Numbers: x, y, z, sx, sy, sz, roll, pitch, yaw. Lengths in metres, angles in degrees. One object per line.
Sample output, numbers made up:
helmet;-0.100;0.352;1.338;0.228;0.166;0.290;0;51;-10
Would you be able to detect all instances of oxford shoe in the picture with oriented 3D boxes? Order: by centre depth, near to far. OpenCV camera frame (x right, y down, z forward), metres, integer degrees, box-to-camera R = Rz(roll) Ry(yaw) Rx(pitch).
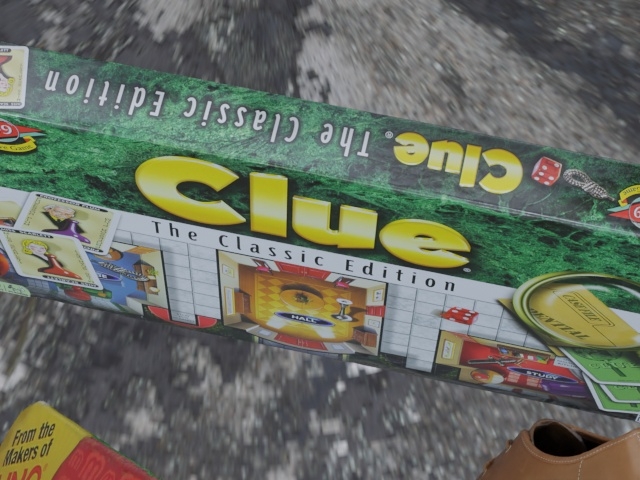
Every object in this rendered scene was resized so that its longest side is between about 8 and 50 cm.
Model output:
oxford shoe;0.104;0.126;0.921;0.076;0.212;0.076;-12;84;-36

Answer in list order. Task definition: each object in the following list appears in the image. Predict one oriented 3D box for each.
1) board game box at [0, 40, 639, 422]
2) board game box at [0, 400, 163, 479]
board game box;0.000;0.000;0.596;0.260;0.136;0.030;11;62;5
board game box;-0.098;0.146;0.295;0.039;0.124;0.259;34;82;-27
